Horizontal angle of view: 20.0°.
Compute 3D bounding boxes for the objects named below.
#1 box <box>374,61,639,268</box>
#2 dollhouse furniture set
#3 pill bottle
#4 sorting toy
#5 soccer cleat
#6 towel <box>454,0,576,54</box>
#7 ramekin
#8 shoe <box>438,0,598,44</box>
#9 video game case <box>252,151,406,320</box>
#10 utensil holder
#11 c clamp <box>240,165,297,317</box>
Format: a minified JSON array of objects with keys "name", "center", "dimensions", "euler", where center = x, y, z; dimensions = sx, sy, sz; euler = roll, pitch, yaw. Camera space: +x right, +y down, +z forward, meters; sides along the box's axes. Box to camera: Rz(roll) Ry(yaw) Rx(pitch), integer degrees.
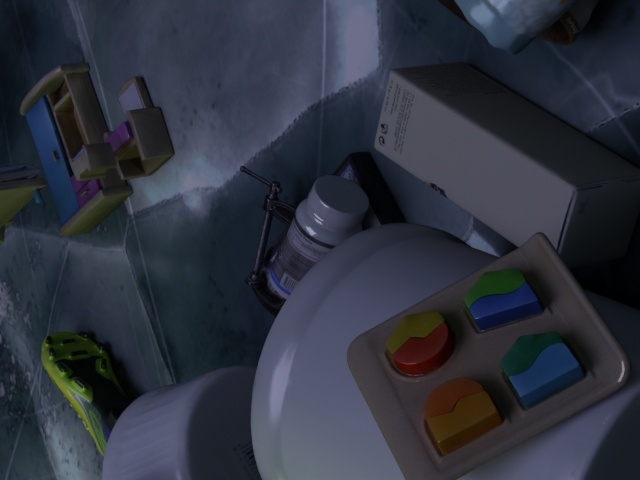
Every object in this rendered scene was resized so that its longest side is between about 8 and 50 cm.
[{"name":"box","center":[0.183,-0.079,1.790],"dimensions":[0.275,0.113,0.094],"euler":[39,127,42]},{"name":"dollhouse furniture set","center":[-0.410,-0.124,2.369],"dimensions":[0.286,0.303,0.198],"euler":[-37,70,49]},{"name":"pill bottle","center":[0.000,0.000,2.006],"dimensions":[0.078,0.078,0.137],"euler":[51,133,32]},{"name":"sorting toy","center":[0.133,0.098,1.526],"dimensions":[0.038,0.208,0.193],"euler":[54,-175,-42]},{"name":"soccer cleat","center":[-0.304,0.232,2.484],"dimensions":[0.289,0.093,0.121],"euler":[43,136,38]},{"name":"towel","center":[0.189,-0.409,1.677],"dimensions":[0.320,0.090,0.374],"euler":[-48,57,34]},{"name":"ramekin","center":[-0.102,0.279,2.100],"dimensions":[0.135,0.277,0.277],"euler":[-31,73,43]},{"name":"shoe","center":[0.189,-0.242,1.797],"dimensions":[0.219,0.076,0.058],"euler":[24,72,49]},{"name":"video game case","center":[0.041,0.081,2.061],"dimensions":[0.248,0.035,0.274],"euler":[-50,60,45]},{"name":"utensil holder","center":[0.181,0.184,1.684],"dimensions":[0.385,0.328,0.327],"euler":[20,113,45]},{"name":"c clamp","center":[-0.054,0.008,2.129],"dimensions":[0.137,0.022,0.160],"euler":[26,115,42]}]
